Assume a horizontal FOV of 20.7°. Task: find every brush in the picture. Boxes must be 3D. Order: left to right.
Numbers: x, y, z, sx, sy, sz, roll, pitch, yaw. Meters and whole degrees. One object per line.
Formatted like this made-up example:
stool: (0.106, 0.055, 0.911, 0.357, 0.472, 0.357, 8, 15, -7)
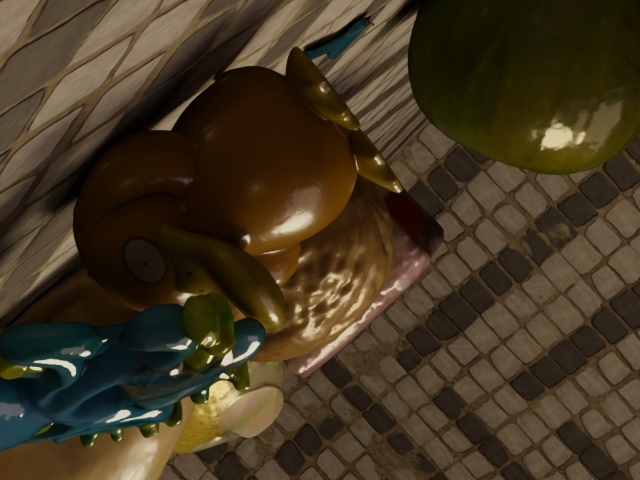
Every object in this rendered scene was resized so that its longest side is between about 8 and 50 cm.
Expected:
brush: (0.010, -0.193, 1.730, 0.051, 0.014, 0.164, -46, 176, 26)

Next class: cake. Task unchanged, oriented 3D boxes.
cake: (0.000, 0.000, 2.118, 0.230, 0.237, 0.309, -45, 180, 9)

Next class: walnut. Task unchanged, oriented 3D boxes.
walnut: (-0.049, 0.011, 1.854, 0.257, 0.224, 0.257, -42, -178, 2)

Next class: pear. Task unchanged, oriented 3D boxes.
pear: (-0.166, 0.141, 2.296, 0.271, 0.271, 0.271, -42, 177, -2)

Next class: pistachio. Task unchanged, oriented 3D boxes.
pistachio: (-0.245, 0.173, 1.740, 0.321, 0.229, 0.238, -54, 148, 13)

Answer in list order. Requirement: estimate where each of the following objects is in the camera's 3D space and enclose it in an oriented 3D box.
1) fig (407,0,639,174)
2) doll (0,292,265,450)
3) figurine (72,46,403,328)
fig: (0.260, -0.241, 1.980, 0.316, 0.316, 0.316, -42, 177, -2)
doll: (-0.207, 0.095, 1.325, 0.341, 0.099, 0.346, -13, 164, 7)
figurine: (-0.072, -0.037, 1.375, 0.228, 0.215, 0.215, -57, -179, -16)
